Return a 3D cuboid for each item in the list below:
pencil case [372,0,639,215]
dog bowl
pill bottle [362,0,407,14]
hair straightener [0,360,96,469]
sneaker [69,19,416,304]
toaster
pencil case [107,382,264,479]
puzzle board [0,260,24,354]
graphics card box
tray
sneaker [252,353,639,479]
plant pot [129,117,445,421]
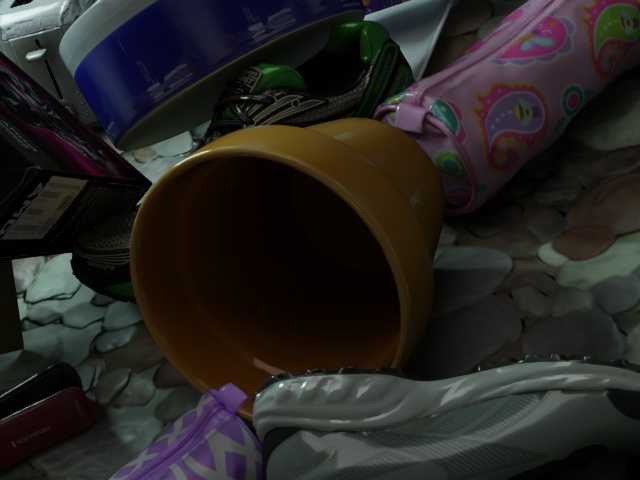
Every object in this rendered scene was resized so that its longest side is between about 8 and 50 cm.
[{"bbox_3d":[0.172,-0.139,1.065,0.284,0.124,0.124,-40,37,-25],"label":"pencil case"},{"bbox_3d":[-0.095,-0.187,1.156,0.265,0.104,0.265,-29,0,0],"label":"dog bowl"},{"bbox_3d":[0.089,-0.301,1.302,0.193,0.108,0.108,-18,33,6],"label":"pill bottle"},{"bbox_3d":[-0.284,0.160,0.971,0.230,0.047,0.089,-31,33,-7],"label":"hair straightener"},{"bbox_3d":[-0.068,-0.071,1.078,0.343,0.146,0.134,-36,35,-18],"label":"sneaker"},{"bbox_3d":[-0.268,-0.228,1.422,0.129,0.146,0.227,-9,34,17],"label":"toaster"},{"bbox_3d":[-0.123,0.179,0.798,0.206,0.088,0.086,-36,37,-22],"label":"pencil case"},{"bbox_3d":[-0.306,0.054,1.037,0.128,0.096,0.011,-11,7,-40],"label":"puzzle board"},{"bbox_3d":[-0.277,-0.091,0.995,0.094,0.233,0.371,-49,-3,4],"label":"graphics card box"},{"bbox_3d":[0.065,-0.211,1.313,0.145,0.030,0.270,-5,36,23],"label":"tray"},{"bbox_3d":[0.096,0.128,0.760,0.272,0.100,0.108,-7,71,9],"label":"sneaker"},{"bbox_3d":[0.000,0.000,0.909,0.205,0.205,0.188,-2,22,27],"label":"plant pot"}]
